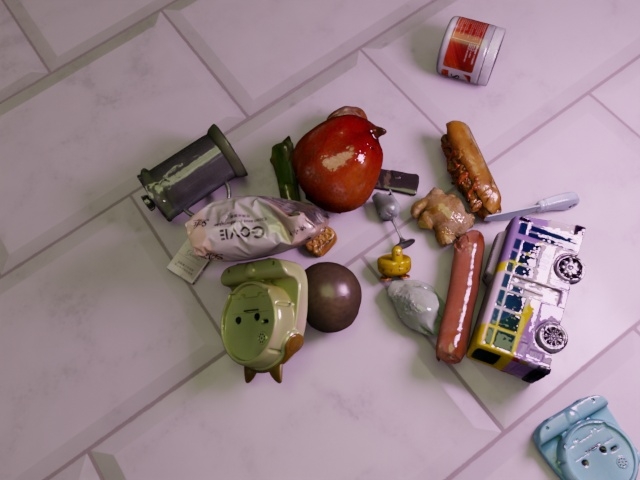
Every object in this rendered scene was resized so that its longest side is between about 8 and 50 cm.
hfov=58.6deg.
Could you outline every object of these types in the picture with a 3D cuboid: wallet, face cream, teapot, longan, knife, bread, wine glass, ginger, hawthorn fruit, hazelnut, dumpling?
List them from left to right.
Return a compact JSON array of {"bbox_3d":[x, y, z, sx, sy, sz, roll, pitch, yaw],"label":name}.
[{"bbox_3d":[-0.416,-0.188,1.879,0.336,0.200,0.271,-34,87,-7],"label":"teapot"},{"bbox_3d":[0.000,0.000,1.836,0.110,0.044,0.083,-44,69,-10],"label":"bread"},{"bbox_3d":[0.026,0.164,1.691,0.197,0.198,0.213,-10,67,1],"label":"longan"},{"bbox_3d":[0.050,-0.247,1.804,0.294,0.295,0.312,21,97,13],"label":"hawthorn fruit"},{"bbox_3d":[0.090,-0.385,1.934,0.150,0.150,0.151,-2,67,4],"label":"hazelnut"},{"bbox_3d":[0.231,-0.069,1.826,0.079,0.079,0.196,-20,69,-4],"label":"wine glass"},{"bbox_3d":[0.251,-0.198,1.910,0.156,0.018,0.082,13,69,11],"label":"wallet"},{"bbox_3d":[0.300,0.188,1.698,0.219,0.108,0.152,43,77,14],"label":"dumpling"},{"bbox_3d":[0.398,-0.067,1.797,0.157,0.102,0.216,-42,81,-8],"label":"ginger"},{"bbox_3d":[0.518,-0.656,1.977,0.187,0.201,0.201,20,71,12],"label":"face cream"},{"bbox_3d":[0.655,-0.094,1.788,0.331,0.080,0.044,-13,69,-10],"label":"knife"}]

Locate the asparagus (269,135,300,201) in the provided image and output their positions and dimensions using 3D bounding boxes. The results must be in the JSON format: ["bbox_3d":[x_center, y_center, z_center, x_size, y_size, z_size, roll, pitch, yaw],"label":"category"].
[{"bbox_3d":[-0.110,-0.200,1.912,0.085,0.082,0.343,8,64,-35],"label":"asparagus"}]

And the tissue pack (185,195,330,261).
[{"bbox_3d":[-0.172,-0.045,1.679,0.375,0.390,0.195,-8,92,11],"label":"tissue pack"}]

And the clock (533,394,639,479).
[{"bbox_3d":[0.728,0.569,1.511,0.223,0.094,0.274,-30,67,-6],"label":"clock"}]

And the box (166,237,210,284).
[{"bbox_3d":[-0.401,0.039,1.863,0.109,0.029,0.198,29,74,15],"label":"box"}]

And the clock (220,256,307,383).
[{"bbox_3d":[-0.172,0.233,1.645,0.286,0.117,0.349,-12,71,39],"label":"clock"}]

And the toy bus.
[{"bbox_3d":[0.584,0.153,1.635,0.249,0.209,0.440,19,72,13],"label":"toy bus"}]

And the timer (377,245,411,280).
[{"bbox_3d":[0.227,0.063,1.751,0.107,0.107,0.109,-3,103,4],"label":"timer"}]

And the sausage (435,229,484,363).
[{"bbox_3d":[0.411,0.156,1.666,0.094,0.094,0.419,10,64,16],"label":"sausage"}]

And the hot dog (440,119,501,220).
[{"bbox_3d":[0.473,-0.220,1.831,0.117,0.158,0.349,-22,71,10],"label":"hot dog"}]
